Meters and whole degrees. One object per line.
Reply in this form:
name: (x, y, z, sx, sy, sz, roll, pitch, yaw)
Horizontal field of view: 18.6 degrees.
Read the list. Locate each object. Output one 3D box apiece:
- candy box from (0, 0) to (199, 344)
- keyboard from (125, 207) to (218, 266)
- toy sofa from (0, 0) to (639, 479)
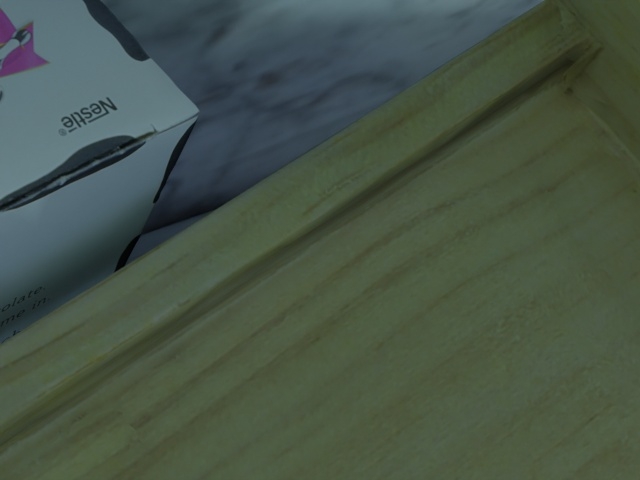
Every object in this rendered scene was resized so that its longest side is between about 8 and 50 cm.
candy box: (-0.133, 0.036, 0.418, 0.165, 0.070, 0.196, -29, 162, -38)
keyboard: (0.000, 0.000, 0.608, 0.256, 0.014, 0.072, -19, 155, -20)
toy sofa: (-0.028, 0.093, 0.415, 0.362, 0.150, 0.177, -34, 169, -33)
